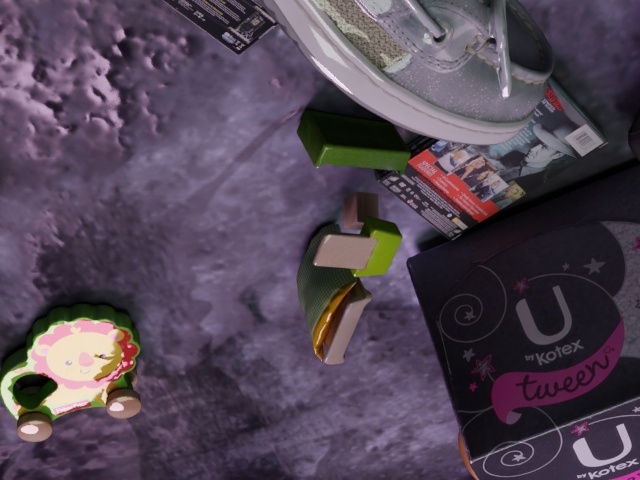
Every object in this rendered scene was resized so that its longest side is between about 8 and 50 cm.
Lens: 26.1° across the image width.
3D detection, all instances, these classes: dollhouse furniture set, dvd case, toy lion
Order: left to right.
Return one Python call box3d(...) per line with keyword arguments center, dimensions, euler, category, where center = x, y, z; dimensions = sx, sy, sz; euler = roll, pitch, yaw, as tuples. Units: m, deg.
box3d(center=(-0.164, 0.082, 0.902), dimensions=(0.100, 0.034, 0.096), euler=(-16, 134, 2), category="toy lion")
box3d(center=(0.000, 0.000, 0.819), dimensions=(0.058, 0.076, 0.152), euler=(4, 127, -25), category="dollhouse furniture set")
box3d(center=(0.104, -0.051, 0.837), dimensions=(0.119, 0.013, 0.087), euler=(-32, 138, 22), category="dvd case")

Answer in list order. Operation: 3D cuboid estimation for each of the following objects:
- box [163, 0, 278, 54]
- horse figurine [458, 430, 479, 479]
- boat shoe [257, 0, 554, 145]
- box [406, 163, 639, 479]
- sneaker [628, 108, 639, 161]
box3d(center=(-0.046, -0.136, 0.684), dimensions=(0.067, 0.018, 0.083), euler=(-36, 136, 24), category="box")
box3d(center=(0.171, 0.165, 1.076), dimensions=(0.174, 0.066, 0.263), euler=(-21, 143, -1), category="horse figurine")
box3d(center=(0.017, -0.151, 0.614), dimensions=(0.103, 0.118, 0.320), euler=(-32, 131, 26), category="boat shoe")
box3d(center=(0.203, 0.060, 0.880), dimensions=(0.247, 0.163, 0.142), euler=(-23, 142, 9), category="box")
box3d(center=(0.217, -0.130, 0.730), dimensions=(0.106, 0.101, 0.267), euler=(37, 151, 8), category="sneaker")
